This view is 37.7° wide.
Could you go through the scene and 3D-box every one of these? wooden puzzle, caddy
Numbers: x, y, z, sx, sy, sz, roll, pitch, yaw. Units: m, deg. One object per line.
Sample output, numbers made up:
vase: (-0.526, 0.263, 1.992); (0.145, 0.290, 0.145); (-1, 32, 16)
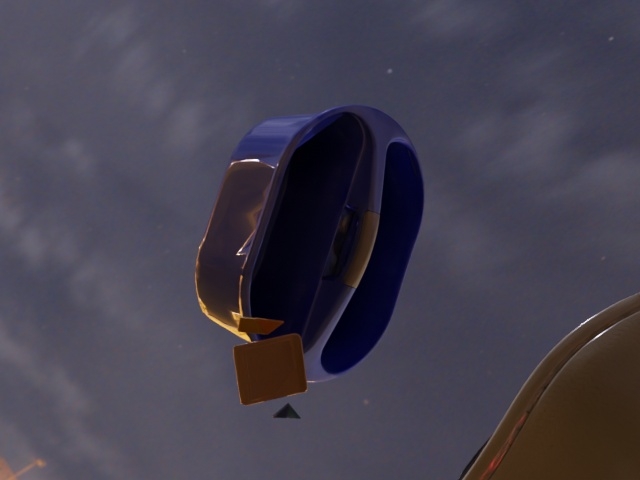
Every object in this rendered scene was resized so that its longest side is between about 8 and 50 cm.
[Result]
wooden puzzle: (-0.053, 0.134, 0.989); (0.014, 0.079, 0.116); (-145, -127, -73)
caddy: (0.000, 0.000, 1.149); (0.179, 0.241, 0.341); (12, -97, 50)

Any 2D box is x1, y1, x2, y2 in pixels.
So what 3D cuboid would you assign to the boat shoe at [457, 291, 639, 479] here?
boat shoe: (0.137, 0.150, 0.505); (0.127, 0.340, 0.113); (39, -25, 18)
